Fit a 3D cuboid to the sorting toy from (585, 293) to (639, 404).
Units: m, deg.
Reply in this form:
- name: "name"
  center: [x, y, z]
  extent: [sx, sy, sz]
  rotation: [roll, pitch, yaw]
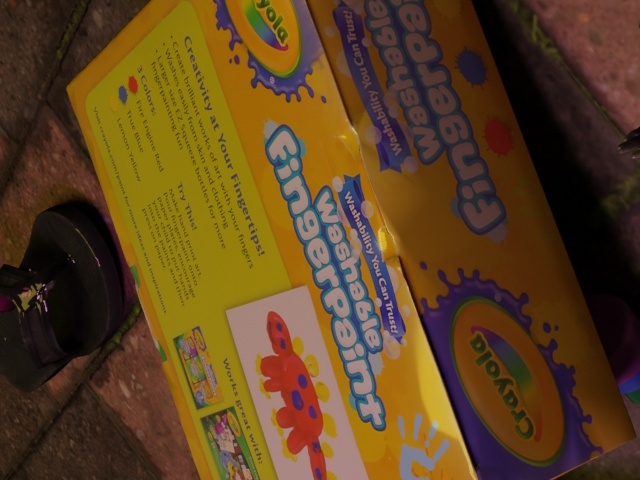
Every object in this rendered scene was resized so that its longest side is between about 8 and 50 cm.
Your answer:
- name: "sorting toy"
  center: [0.337, 0.115, 0.863]
  extent: [0.365, 0.127, 0.126]
  rotation: [7, 151, 49]

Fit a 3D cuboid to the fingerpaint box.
- name: "fingerpaint box"
  center: [0.000, 0.000, 1.009]
  extent: [0.371, 0.163, 0.445]
  rotation: [-29, 80, 54]

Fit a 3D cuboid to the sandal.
- name: "sandal"
  center: [-0.369, 0.106, 1.622]
  extent: [0.167, 0.107, 0.446]
  rotation: [52, 143, 6]

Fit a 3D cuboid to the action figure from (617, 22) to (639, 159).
- name: "action figure"
  center: [0.222, -0.170, 0.722]
  extent: [0.164, 0.141, 0.276]
  rotation: [28, 138, 50]
